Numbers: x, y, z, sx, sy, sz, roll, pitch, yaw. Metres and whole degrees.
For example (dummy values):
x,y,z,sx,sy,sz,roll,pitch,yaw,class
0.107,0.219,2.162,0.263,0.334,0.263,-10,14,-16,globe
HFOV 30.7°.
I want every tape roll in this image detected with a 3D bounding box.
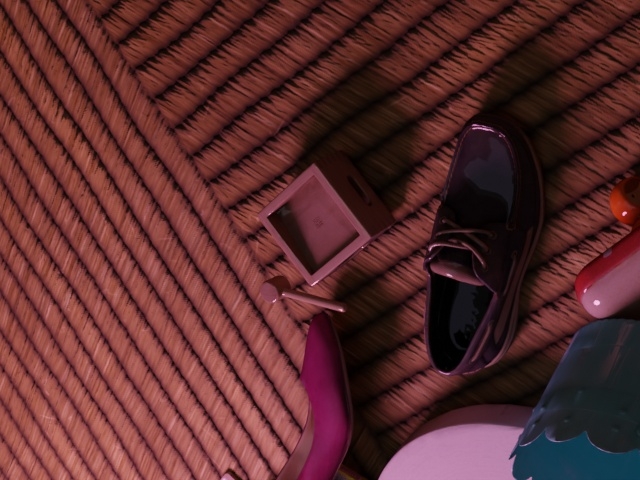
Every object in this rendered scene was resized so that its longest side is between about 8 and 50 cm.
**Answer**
x,y,z,sx,sy,sz,roll,pitch,yaw,class
0.256,0.417,1.617,0.392,0.072,0.392,7,109,22,tape roll

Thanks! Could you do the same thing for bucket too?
x,y,z,sx,sy,sz,roll,pitch,yaw,class
0.380,0.234,1.377,0.281,0.183,0.281,25,155,13,bucket

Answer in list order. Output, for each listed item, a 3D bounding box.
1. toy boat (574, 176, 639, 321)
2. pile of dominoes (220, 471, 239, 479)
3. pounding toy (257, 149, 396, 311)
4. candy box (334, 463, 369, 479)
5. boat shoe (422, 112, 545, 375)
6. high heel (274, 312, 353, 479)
x,y,z,sx,sy,sz,roll,pitch,yaw,class
0.397,-0.012,1.390,0.231,0.151,0.151,-42,55,33,toy boat
-0.108,0.518,1.892,0.196,0.040,0.251,24,116,20,pile of dominoes
0.002,0.011,1.624,0.206,0.094,0.181,-41,85,33,pounding toy
0.049,0.404,1.751,0.206,0.027,0.105,31,113,8,candy box
0.204,0.018,1.493,0.132,0.130,0.355,10,111,26,boat shoe
-0.042,0.295,1.671,0.181,0.127,0.377,-4,91,-2,high heel
